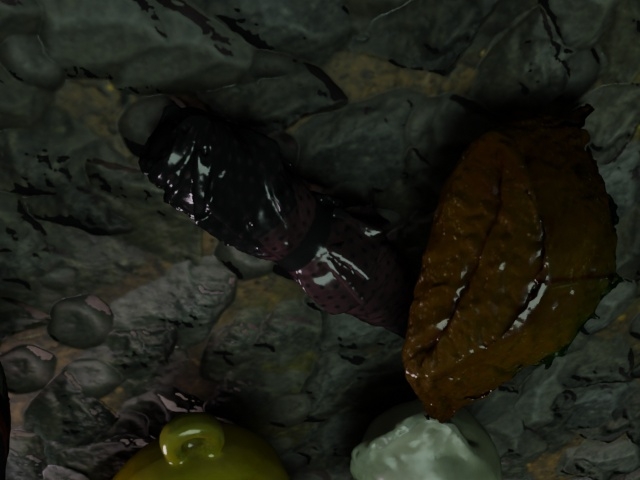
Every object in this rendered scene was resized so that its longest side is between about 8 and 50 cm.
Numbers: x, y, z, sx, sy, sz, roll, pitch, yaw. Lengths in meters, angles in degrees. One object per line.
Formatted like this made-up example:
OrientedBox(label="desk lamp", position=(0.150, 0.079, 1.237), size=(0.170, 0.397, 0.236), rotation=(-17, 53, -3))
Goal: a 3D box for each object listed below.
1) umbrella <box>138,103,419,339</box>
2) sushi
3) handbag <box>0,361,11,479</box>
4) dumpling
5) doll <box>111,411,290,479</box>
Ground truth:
OrientedBox(label="umbrella", position=(0.000, 0.000, 0.705), size=(0.326, 0.090, 0.094), rotation=(33, 111, -34))
OrientedBox(label="sushi", position=(0.160, 0.027, 0.690), size=(0.140, 0.149, 0.287), rotation=(5, 98, -57))
OrientedBox(label="handbag", position=(-0.310, 0.140, 0.653), size=(0.155, 0.215, 0.169), rotation=(-10, 134, -18))
OrientedBox(label="dumpling", position=(0.101, 0.239, 0.902), size=(0.162, 0.132, 0.250), rotation=(-32, 145, 0))
OrientedBox(label="doll", position=(-0.149, 0.333, 0.893), size=(0.348, 0.161, 0.423), rotation=(-26, 137, 11))
